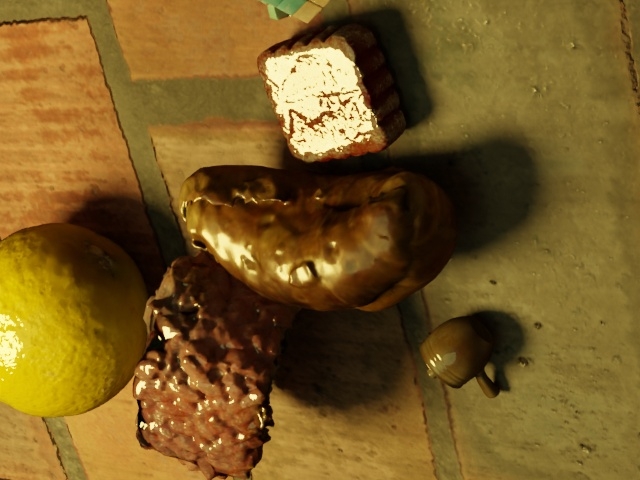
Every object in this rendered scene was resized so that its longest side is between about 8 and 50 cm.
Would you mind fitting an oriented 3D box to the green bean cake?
[{"bbox_3d":[0.013,-0.154,1.485,0.135,0.056,0.136,-5,114,40],"label":"green bean cake"}]

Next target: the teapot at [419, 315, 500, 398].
[{"bbox_3d":[0.162,0.128,1.568,0.110,0.085,0.080,35,115,-25],"label":"teapot"}]

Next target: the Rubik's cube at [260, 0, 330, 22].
[{"bbox_3d":[-0.030,-0.259,1.436,0.075,0.084,0.073,36,133,-14],"label":"Rubik's cube"}]

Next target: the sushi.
[{"bbox_3d":[-0.123,0.139,1.657,0.170,0.236,0.270,13,137,-1],"label":"sushi"}]

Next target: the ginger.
[{"bbox_3d":[0.000,0.000,1.517,0.321,0.165,0.172,2,136,30],"label":"ginger"}]

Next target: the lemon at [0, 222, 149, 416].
[{"bbox_3d":[-0.319,0.086,1.766,0.240,0.240,0.219,46,123,3],"label":"lemon"}]
